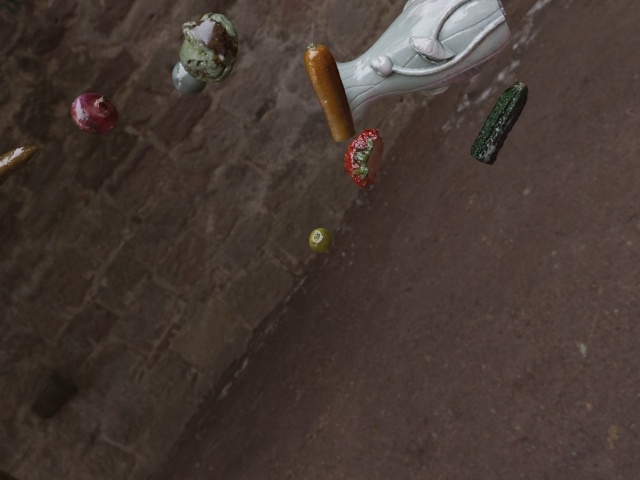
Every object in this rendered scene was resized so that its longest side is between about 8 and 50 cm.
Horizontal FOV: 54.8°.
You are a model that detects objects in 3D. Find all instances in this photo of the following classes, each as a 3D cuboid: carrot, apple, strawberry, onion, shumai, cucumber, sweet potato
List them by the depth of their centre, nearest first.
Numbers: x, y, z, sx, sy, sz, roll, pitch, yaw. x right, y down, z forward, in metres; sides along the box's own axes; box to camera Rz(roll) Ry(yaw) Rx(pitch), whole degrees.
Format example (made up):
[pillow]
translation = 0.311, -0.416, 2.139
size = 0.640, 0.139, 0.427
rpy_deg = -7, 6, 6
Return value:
[carrot]
translation = 0.022, -0.327, 1.359
size = 0.067, 0.225, 0.067
rpy_deg = -16, 33, 10
[sweet potato]
translation = -0.727, -0.148, 1.377
size = 0.273, 0.067, 0.067
rpy_deg = -22, 25, 22
[strawberry]
translation = 0.114, -0.208, 1.546
size = 0.147, 0.082, 0.187
rpy_deg = -69, -17, 6
[cucumber]
translation = 0.450, -0.293, 1.549
size = 0.077, 0.077, 0.265
rpy_deg = -66, -3, -45
[shumai]
translation = -0.302, -0.497, 1.587
size = 0.184, 0.184, 0.142
rpy_deg = -51, -20, 12
[onion]
translation = -0.717, -0.423, 1.976
size = 0.140, 0.150, 0.150
rpy_deg = -44, 14, 55
[apple]
translation = 0.000, 0.000, 2.241
size = 0.089, 0.074, 0.090
rpy_deg = -11, 65, 25

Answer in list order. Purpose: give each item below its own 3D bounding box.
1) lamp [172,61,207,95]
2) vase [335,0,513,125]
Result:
[lamp]
translation = -0.377, -0.473, 1.788
size = 0.105, 0.105, 0.105
rpy_deg = -50, 12, 15
[vase]
translation = 0.230, -0.454, 1.502
size = 0.445, 0.250, 0.250
rpy_deg = -25, 22, 19
